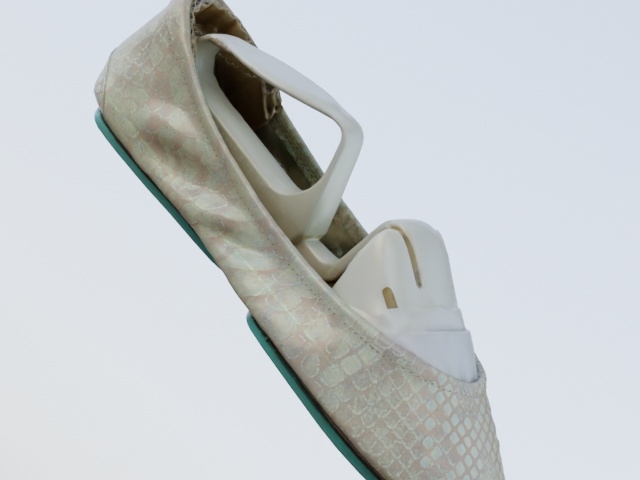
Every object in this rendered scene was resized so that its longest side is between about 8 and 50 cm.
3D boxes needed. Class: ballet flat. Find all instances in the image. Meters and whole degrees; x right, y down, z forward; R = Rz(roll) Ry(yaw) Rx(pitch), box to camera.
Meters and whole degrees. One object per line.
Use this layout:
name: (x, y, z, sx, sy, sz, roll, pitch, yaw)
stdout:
ballet flat: (0.000, 0.000, 0.421, 0.168, 0.052, 0.057, 49, 23, 20)
